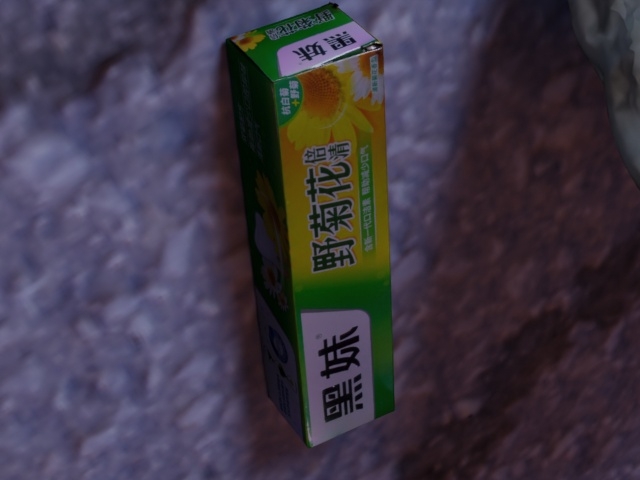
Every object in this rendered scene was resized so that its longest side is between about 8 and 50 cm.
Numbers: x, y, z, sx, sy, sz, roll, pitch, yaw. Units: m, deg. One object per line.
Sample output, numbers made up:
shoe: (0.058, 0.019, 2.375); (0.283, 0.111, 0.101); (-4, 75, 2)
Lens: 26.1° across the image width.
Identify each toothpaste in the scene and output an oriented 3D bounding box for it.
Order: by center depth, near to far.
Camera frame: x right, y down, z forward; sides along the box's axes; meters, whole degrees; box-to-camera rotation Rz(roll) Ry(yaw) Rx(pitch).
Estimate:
toothpaste: (0.000, 0.000, 0.512); (0.043, 0.037, 0.178); (-23, 133, -21)

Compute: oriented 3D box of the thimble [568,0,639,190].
thimble: (0.231, -0.113, 0.406); (0.195, 0.291, 0.291); (-2, 123, -33)
